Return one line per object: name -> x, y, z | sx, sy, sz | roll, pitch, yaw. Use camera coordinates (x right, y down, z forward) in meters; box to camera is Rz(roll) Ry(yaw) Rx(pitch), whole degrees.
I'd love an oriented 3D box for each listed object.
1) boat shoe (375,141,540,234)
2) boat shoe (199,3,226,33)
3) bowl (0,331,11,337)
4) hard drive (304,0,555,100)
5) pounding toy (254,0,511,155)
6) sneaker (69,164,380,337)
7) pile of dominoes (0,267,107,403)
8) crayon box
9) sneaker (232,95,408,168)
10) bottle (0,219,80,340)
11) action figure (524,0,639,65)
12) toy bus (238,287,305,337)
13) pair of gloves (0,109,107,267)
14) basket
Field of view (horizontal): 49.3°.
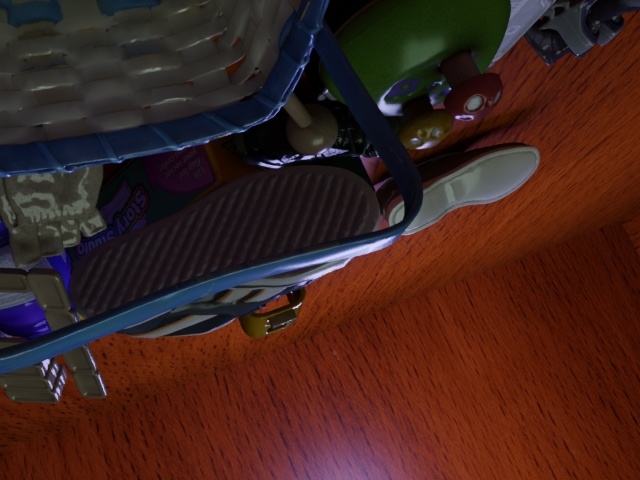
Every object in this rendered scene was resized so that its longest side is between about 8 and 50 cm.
boat shoe -> 0.243, -0.111, 1.249 | 0.305, 0.091, 0.109 | -23, 128, -8
boat shoe -> -0.030, -0.208, 0.578 | 0.153, 0.048, 0.056 | -24, 165, 4
bowl -> -0.432, 0.067, 0.836 | 0.170, 0.170, 0.080 | 103, 11, -72
hard drive -> 0.142, -0.253, 0.638 | 0.237, 0.064, 0.339 | -15, 166, -26
pounding toy -> 0.077, -0.132, 0.633 | 0.237, 0.110, 0.183 | -23, 167, 5
sneaker -> -0.090, 0.016, 0.743 | 0.321, 0.126, 0.127 | -16, 160, 5
pile of dominoes -> -0.338, 0.094, 0.733 | 0.196, 0.040, 0.251 | 3, 139, -1
crayon box -> -0.158, -0.020, 0.942 | 0.363, 0.106, 0.313 | -34, 161, 32
sneaker -> 0.013, -0.128, 0.777 | 0.130, 0.087, 0.228 | 0, -173, 42
bottle -> -0.329, 0.029, 0.739 | 0.118, 0.092, 0.282 | -16, 146, -8
action figure -> 0.356, -0.278, 0.723 | 0.285, 0.099, 0.185 | -23, -163, 48
toy bus -> -0.070, 0.068, 0.959 | 0.191, 0.104, 0.202 | -34, 161, 29
pair of gloves -> -0.301, -0.051, 0.563 | 0.240, 0.042, 0.204 | -21, 126, -25
basket -> -0.109, -0.095, 0.383 | 0.255, 0.288, 0.201 | -18, 165, -22
